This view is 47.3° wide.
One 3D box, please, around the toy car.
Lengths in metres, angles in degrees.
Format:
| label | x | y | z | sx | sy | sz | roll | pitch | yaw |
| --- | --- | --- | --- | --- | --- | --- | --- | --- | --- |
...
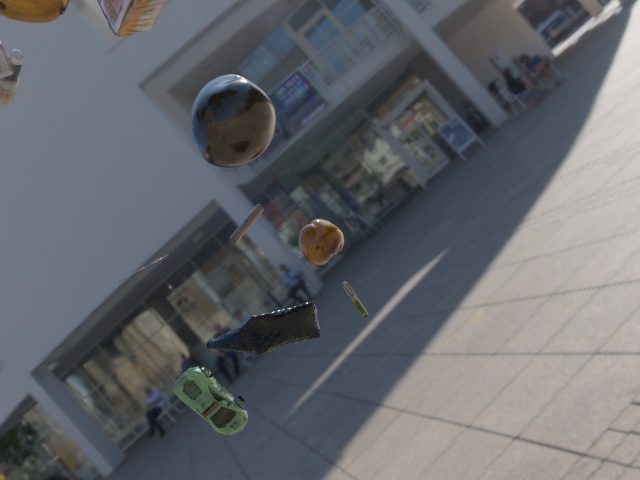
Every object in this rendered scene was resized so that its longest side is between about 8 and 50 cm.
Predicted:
| label | x | y | z | sx | sy | sz | roll | pitch | yaw |
| --- | --- | --- | --- | --- | --- | --- | --- | --- | --- |
| toy car | -0.237 | 0.354 | 1.601 | 0.093 | 0.186 | 0.058 | -43 | 9 | 11 |

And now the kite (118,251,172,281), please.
| label | x | y | z | sx | sy | sz | roll | pitch | yaw |
| --- | --- | --- | --- | --- | --- | --- | --- | --- | --- |
| kite | -0.380 | 0.058 | 1.575 | 0.137 | 0.005 | 0.152 | -28 | 7 | -3 |

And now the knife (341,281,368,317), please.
| label | x | y | z | sx | sy | sz | roll | pitch | yaw |
| --- | --- | --- | --- | --- | --- | --- | --- | --- | --- |
| knife | 0.091 | 0.157 | 1.960 | 0.022 | 0.184 | 0.026 | -18 | 47 | 14 |

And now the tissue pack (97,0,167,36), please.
| label | x | y | z | sx | sy | sz | roll | pitch | yaw |
| --- | --- | --- | --- | --- | --- | --- | --- | --- | --- |
| tissue pack | -0.440 | -0.608 | 1.691 | 0.124 | 0.185 | 0.225 | -29 | 3 | -29 |

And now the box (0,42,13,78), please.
| label | x | y | z | sx | sy | sz | roll | pitch | yaw |
| --- | --- | --- | --- | --- | --- | --- | --- | --- | --- |
| box | -1.056 | -0.472 | 2.001 | 0.369 | 0.190 | 0.112 | -24 | -40 | -17 |

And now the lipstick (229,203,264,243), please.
| label | x | y | z | sx | sy | sz | roll | pitch | yaw |
| --- | --- | --- | --- | --- | --- | --- | --- | --- | --- |
| lipstick | -0.144 | -0.033 | 1.430 | 0.094 | 0.019 | 0.019 | -52 | 4 | -27 |

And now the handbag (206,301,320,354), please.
| label | x | y | z | sx | sy | sz | roll | pitch | yaw |
| --- | --- | --- | --- | --- | --- | --- | --- | --- | --- |
| handbag | -0.122 | 0.212 | 1.734 | 0.270 | 0.089 | 0.175 | -11 | -4 | -37 |

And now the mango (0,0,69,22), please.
| label | x | y | z | sx | sy | sz | roll | pitch | yaw |
| --- | --- | --- | --- | --- | --- | --- | --- | --- | --- |
| mango | -0.645 | -0.545 | 1.509 | 0.157 | 0.262 | 0.109 | -62 | 8 | 7 |

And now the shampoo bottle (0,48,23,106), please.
| label | x | y | z | sx | sy | sz | roll | pitch | yaw |
| --- | --- | --- | --- | --- | --- | --- | --- | --- | --- |
| shampoo bottle | -0.983 | -0.510 | 2.302 | 0.192 | 0.074 | 0.074 | -50 | -5 | 31 |

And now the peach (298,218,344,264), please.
| label | x | y | z | sx | sy | sz | roll | pitch | yaw |
| --- | --- | --- | --- | --- | --- | --- | --- | --- | --- |
| peach | 0.000 | 0.000 | 2.233 | 0.138 | 0.138 | 0.138 | -42 | -1 | -1 |

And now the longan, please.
| label | x | y | z | sx | sy | sz | roll | pitch | yaw |
| --- | --- | --- | --- | --- | --- | --- | --- | --- | --- |
| longan | -0.221 | -0.301 | 1.816 | 0.246 | 0.246 | 0.215 | -42 | -29 | 23 |
